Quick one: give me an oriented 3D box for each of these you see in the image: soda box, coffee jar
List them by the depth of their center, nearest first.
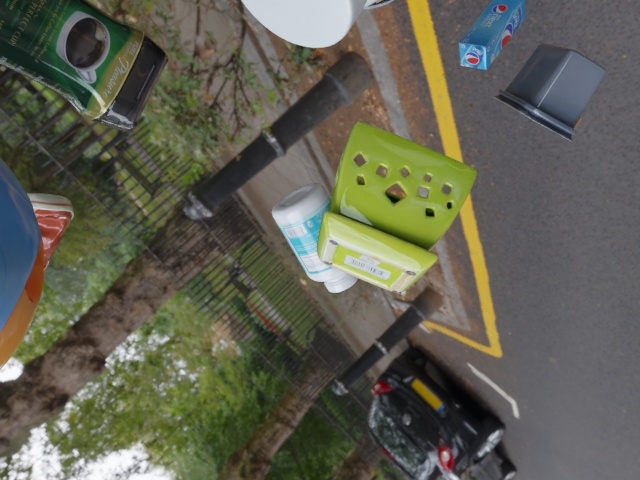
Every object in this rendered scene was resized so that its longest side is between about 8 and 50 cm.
[{"bbox_3d":[-0.230,-0.176,0.461,0.184,0.096,0.079,30,169,-39],"label":"coffee jar"},{"bbox_3d":[0.416,-0.508,1.282,0.071,0.210,0.067,24,156,32],"label":"soda box"}]

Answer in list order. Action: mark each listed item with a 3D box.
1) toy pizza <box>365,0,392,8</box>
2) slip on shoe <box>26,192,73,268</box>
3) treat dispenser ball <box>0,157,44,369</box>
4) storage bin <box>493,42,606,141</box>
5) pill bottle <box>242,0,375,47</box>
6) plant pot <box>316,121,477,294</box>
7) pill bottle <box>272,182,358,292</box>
[{"bbox_3d":[0.075,-0.523,1.021,0.201,0.201,0.032,43,159,19],"label":"toy pizza"},{"bbox_3d":[-0.516,0.004,0.938,0.331,0.123,0.101,-32,64,46],"label":"slip on shoe"},{"bbox_3d":[-0.375,0.020,0.410,0.288,0.288,0.288,44,169,11],"label":"treat dispenser ball"},{"bbox_3d":[0.303,-0.194,0.684,0.098,0.091,0.135,25,-157,-10],"label":"storage bin"},{"bbox_3d":[0.042,-0.493,0.782,0.224,0.392,0.224,24,159,10],"label":"pill bottle"},{"bbox_3d":[0.115,-0.039,0.948,0.228,0.207,0.227,22,161,2],"label":"plant pot"},{"bbox_3d":[0.000,0.000,1.325,0.264,0.146,0.146,61,165,-21],"label":"pill bottle"}]
